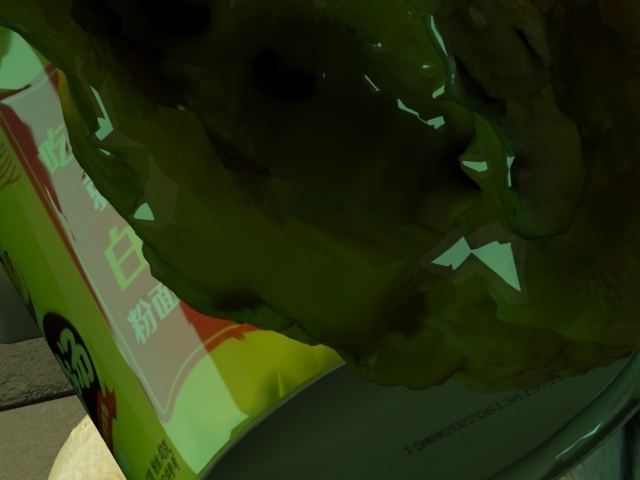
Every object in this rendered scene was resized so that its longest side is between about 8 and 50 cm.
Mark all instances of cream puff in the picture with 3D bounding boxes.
[{"bbox_3d":[0.023,-0.079,0.534,0.185,0.282,0.281,-31,-70,-73],"label":"cream puff"}]

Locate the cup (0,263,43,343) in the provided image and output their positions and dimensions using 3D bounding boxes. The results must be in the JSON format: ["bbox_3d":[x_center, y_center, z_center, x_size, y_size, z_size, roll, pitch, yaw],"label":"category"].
[{"bbox_3d":[-0.092,-0.114,1.111,0.237,0.327,0.322,-113,14,-55],"label":"cup"}]

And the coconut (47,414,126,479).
[{"bbox_3d":[-0.054,0.270,1.468,0.360,0.346,0.346,-106,6,-75],"label":"coconut"}]

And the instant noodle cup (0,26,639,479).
[{"bbox_3d":[0.000,0.000,0.830,0.311,0.311,0.221,89,157,-58],"label":"instant noodle cup"}]
